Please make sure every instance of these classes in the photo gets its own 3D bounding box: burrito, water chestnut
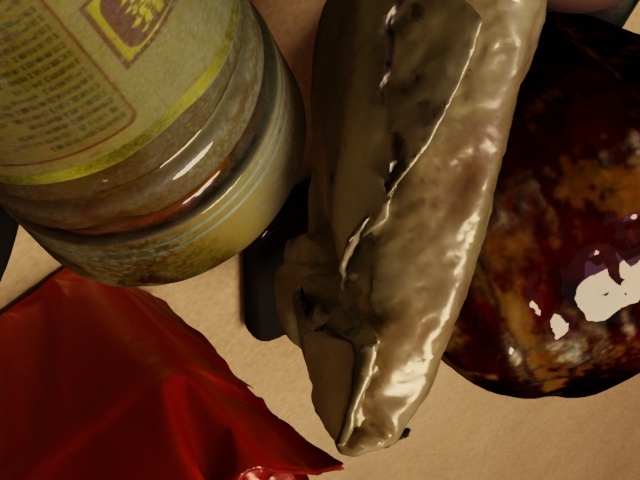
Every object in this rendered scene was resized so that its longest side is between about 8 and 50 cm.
[{"bbox_3d":[0.045,-0.076,0.782,0.107,0.175,0.348,7,99,-22],"label":"burrito"},{"bbox_3d":[0.125,-0.017,0.980,0.289,0.289,0.244,-10,128,-48],"label":"water chestnut"}]

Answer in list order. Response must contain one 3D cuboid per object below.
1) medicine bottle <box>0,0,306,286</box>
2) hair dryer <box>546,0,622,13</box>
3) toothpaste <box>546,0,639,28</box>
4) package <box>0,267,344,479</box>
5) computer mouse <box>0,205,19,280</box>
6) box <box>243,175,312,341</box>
[{"bbox_3d":[-0.121,-0.109,0.659,0.151,0.151,0.322,-43,152,-5],"label":"medicine bottle"},{"bbox_3d":[0.272,-0.208,0.854,0.352,0.125,0.210,-5,177,-12],"label":"hair dryer"},{"bbox_3d":[0.147,-0.106,1.124,0.100,0.066,0.323,-17,146,-41],"label":"toothpaste"},{"bbox_3d":[-0.203,0.195,0.897,0.423,0.196,0.123,-38,146,-12],"label":"package"},{"bbox_3d":[-0.240,0.040,0.771,0.264,0.088,0.147,-32,147,-18],"label":"computer mouse"},{"bbox_3d":[0.000,0.000,1.098,0.126,0.027,0.125,-30,145,-25],"label":"box"}]
